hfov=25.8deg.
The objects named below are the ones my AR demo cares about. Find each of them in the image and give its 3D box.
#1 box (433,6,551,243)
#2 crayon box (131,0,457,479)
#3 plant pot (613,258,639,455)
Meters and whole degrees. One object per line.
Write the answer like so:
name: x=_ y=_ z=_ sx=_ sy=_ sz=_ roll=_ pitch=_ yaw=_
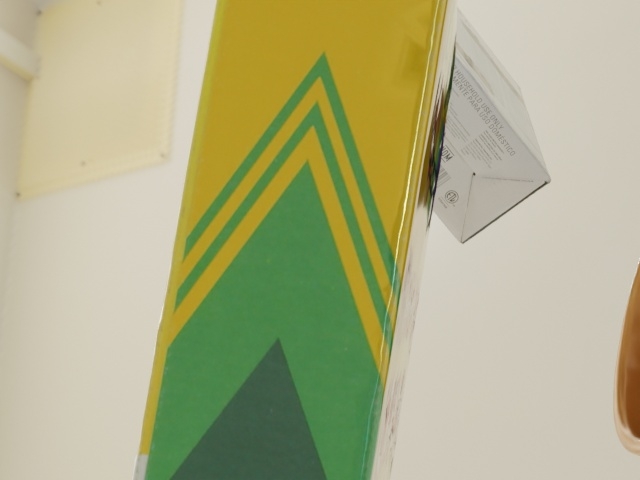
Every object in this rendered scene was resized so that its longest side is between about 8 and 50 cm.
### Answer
box: x=0.096 y=-0.129 z=1.162 sx=0.087 sy=0.290 sz=0.169 roll=-37 pitch=-77 yaw=14
crayon box: x=0.000 y=0.000 z=0.548 sx=0.081 sy=0.202 sz=0.318 roll=8 pitch=-94 yaw=6
plant pot: x=0.317 y=0.016 z=0.796 sx=0.204 sy=0.291 sz=0.290 roll=19 pitch=-99 yaw=1
